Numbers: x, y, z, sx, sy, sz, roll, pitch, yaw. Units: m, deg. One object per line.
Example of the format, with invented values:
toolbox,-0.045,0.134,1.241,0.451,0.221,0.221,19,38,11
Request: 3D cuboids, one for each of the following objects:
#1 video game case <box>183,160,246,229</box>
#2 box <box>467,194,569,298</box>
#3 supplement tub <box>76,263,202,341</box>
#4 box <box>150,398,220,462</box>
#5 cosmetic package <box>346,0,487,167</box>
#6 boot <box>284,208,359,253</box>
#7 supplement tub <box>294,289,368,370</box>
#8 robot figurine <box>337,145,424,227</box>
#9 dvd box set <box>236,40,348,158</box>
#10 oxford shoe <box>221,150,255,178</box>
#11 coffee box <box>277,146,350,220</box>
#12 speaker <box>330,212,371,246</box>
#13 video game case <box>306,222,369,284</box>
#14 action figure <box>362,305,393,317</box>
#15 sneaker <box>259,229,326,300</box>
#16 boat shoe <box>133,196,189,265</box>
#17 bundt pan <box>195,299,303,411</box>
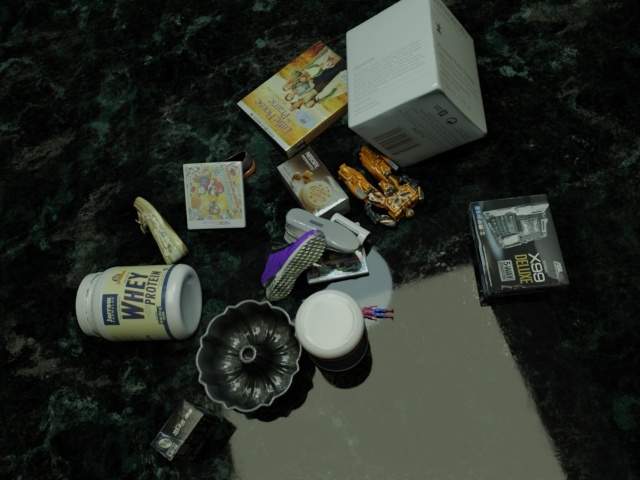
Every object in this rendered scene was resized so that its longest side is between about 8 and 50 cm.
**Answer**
video game case,-0.365,-0.154,1.926,0.206,0.026,0.227,-2,97,7
box,0.609,0.018,1.743,0.242,0.076,0.308,-6,65,5
supplement tub,-0.559,0.195,1.743,0.324,0.235,0.236,-3,66,7
box,-0.379,0.546,1.593,0.077,0.180,0.147,30,74,18
cosmetic package,0.305,-0.518,1.825,0.327,0.329,0.394,-19,61,36
boot,0.000,0.000,1.795,0.258,0.123,0.095,28,44,17
supplement tub,0.039,0.268,1.605,0.191,0.272,0.191,-3,66,7
robot figurine,0.206,-0.180,1.883,0.211,0.085,0.291,-42,67,-10
dvd box set,-0.060,-0.535,2.091,0.420,0.062,0.307,-39,67,-10
oxford shoe,-0.358,-0.226,1.976,0.271,0.098,0.097,-40,68,-10
coffee box,-0.024,-0.177,1.906,0.141,0.098,0.247,-31,66,-6
speaker,0.097,-0.035,1.827,0.136,0.055,0.055,32,74,19
video game case,0.045,0.042,1.843,0.201,0.023,0.184,-10,65,2
action figure,0.170,0.223,1.743,0.115,0.030,0.038,1,71,11
sneaker,-0.107,0.046,1.760,0.293,0.102,0.146,-49,52,26
boat shoe,-0.568,-0.038,1.920,0.089,0.105,0.285,-40,68,-13
bundt pan,-0.197,0.351,1.674,0.330,0.124,0.331,-6,67,13
